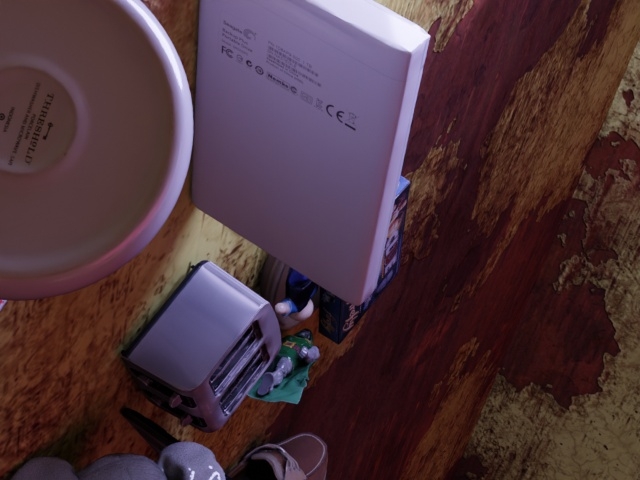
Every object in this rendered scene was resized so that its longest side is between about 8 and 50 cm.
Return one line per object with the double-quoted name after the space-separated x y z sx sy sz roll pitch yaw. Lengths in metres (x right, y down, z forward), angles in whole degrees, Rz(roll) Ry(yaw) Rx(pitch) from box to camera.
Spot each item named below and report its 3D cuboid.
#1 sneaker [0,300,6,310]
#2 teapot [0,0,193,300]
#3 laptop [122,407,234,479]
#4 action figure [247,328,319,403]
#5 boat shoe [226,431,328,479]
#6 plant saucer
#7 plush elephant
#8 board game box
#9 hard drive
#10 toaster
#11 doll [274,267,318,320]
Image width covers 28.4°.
-0.271 -0.009 1.020 0.270 0.090 0.145 -43 155 -47 "sneaker"
-0.216 -0.073 0.895 0.256 0.253 0.187 -31 -171 -14 "teapot"
-0.129 0.464 1.650 0.236 0.382 0.408 -53 161 -16 "laptop"
-0.058 0.172 1.829 0.232 0.137 0.064 -32 137 -69 "action figure"
-0.080 0.398 2.093 0.324 0.123 0.116 -35 148 -53 "boat shoe"
0.000 0.000 1.792 0.278 0.041 0.278 -49 160 -25 "plant saucer"
-0.246 0.360 1.463 0.330 0.271 0.256 150 -55 -61 "plush elephant"
0.062 0.027 1.862 0.165 0.042 0.243 -49 159 -27 "board game box"
-0.024 -0.111 1.252 0.047 0.233 0.353 -44 157 -35 "hard drive"
-0.137 0.127 1.534 0.186 0.110 0.168 -52 161 -19 "toaster"
-0.022 0.050 1.680 0.129 0.046 0.189 -57 170 -33 "doll"
